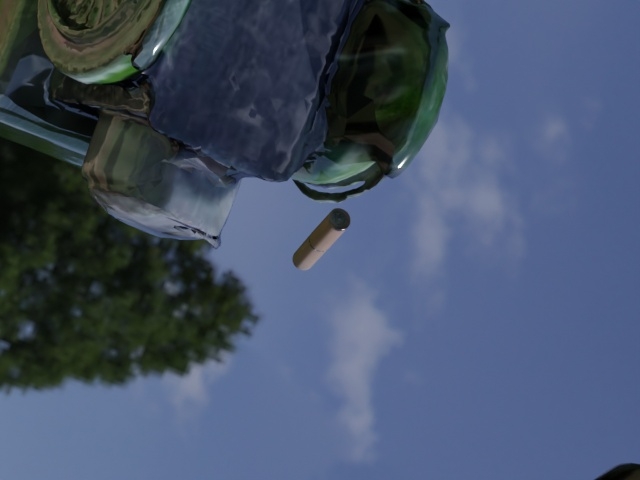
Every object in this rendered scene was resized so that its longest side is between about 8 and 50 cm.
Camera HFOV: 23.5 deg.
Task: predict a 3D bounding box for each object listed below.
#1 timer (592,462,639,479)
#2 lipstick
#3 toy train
[{"bbox_3d":[0.120,0.158,0.380,0.055,0.187,0.144,-30,-149,-27],"label":"timer"},{"bbox_3d":[0.000,0.000,1.172,0.094,0.019,0.019,133,-26,-63],"label":"lipstick"},{"bbox_3d":[-0.053,-0.157,0.680,0.249,0.173,0.307,15,-95,50],"label":"toy train"}]
